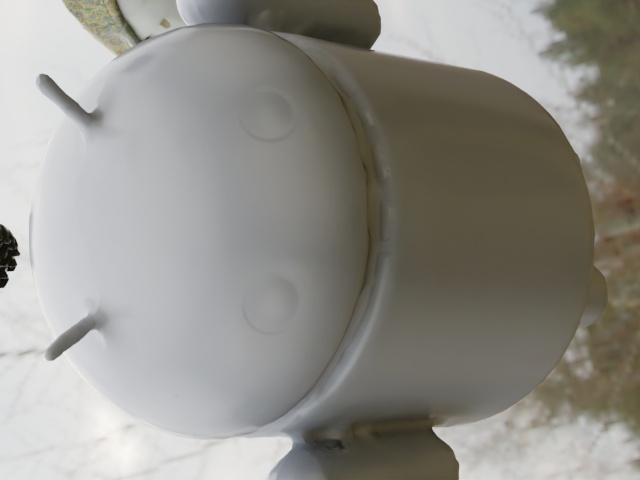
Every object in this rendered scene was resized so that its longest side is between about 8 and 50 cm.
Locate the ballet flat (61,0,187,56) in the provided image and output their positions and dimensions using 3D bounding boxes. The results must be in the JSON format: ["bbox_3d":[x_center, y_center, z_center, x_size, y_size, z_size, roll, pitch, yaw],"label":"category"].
[{"bbox_3d":[-0.076,-0.141,1.157,0.348,0.123,0.123,55,-156,-43],"label":"ballet flat"}]

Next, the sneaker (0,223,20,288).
[{"bbox_3d":[-0.312,-0.005,1.253,0.106,0.078,0.234,33,-172,20],"label":"sneaker"}]

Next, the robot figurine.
[{"bbox_3d":[0.000,0.000,0.858,0.353,0.200,0.300,5,-114,-46],"label":"robot figurine"}]
